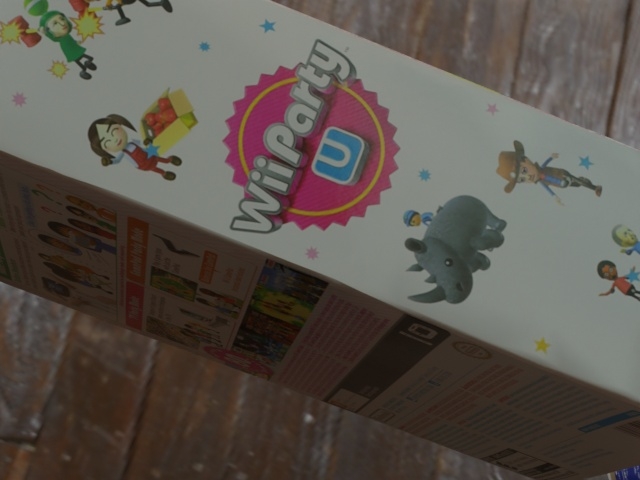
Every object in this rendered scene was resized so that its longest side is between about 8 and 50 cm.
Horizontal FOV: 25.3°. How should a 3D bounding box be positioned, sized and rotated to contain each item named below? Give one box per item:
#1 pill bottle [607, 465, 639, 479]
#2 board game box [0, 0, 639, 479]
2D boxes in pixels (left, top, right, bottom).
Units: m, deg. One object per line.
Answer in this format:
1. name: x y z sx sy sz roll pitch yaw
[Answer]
1. pill bottle: 0.391 0.212 1.360 0.153 0.265 0.153 2 83 -13
2. board game box: 0.000 0.000 0.589 0.303 0.224 0.097 21 73 -3
